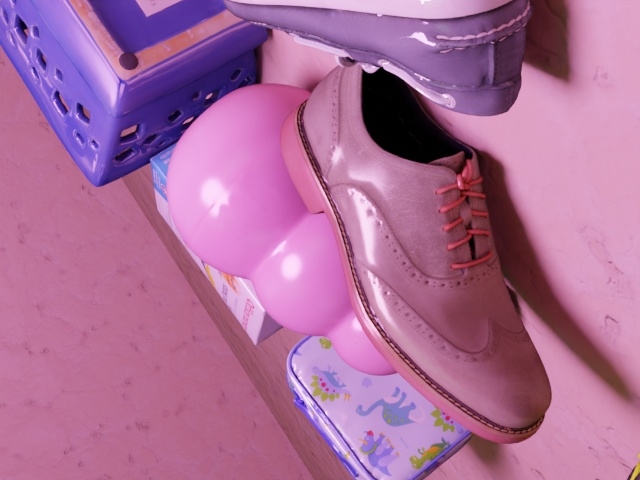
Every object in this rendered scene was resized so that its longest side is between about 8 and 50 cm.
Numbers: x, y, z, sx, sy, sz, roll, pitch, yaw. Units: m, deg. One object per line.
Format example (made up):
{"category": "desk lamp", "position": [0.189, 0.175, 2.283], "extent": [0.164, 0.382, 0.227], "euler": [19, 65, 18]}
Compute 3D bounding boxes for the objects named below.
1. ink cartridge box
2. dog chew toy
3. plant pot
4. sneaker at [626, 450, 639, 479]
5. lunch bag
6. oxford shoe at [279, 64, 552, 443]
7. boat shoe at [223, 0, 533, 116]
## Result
{"category": "ink cartridge box", "position": [-0.076, -0.022, 1.032], "extent": [0.233, 0.168, 0.171], "euler": [52, 162, 11]}
{"category": "dog chew toy", "position": [0.000, 0.000, 0.840], "extent": [0.332, 0.206, 0.206], "euler": [46, 162, 4]}
{"category": "plant pot", "position": [-0.207, -0.235, 0.919], "extent": [0.236, 0.236, 0.212], "euler": [56, 156, 2]}
{"category": "sneaker", "position": [0.287, 0.205, 0.605], "extent": [0.123, 0.109, 0.296], "euler": [22, 148, 22]}
{"category": "lunch bag", "position": [0.070, 0.189, 1.003], "extent": [0.219, 0.176, 0.090], "euler": [49, 161, 20]}
{"category": "oxford shoe", "position": [0.088, -0.002, 0.669], "extent": [0.348, 0.123, 0.130], "euler": [57, 138, 14]}
{"category": "boat shoe", "position": [0.023, -0.159, 0.606], "extent": [0.319, 0.116, 0.099], "euler": [26, 142, 50]}
